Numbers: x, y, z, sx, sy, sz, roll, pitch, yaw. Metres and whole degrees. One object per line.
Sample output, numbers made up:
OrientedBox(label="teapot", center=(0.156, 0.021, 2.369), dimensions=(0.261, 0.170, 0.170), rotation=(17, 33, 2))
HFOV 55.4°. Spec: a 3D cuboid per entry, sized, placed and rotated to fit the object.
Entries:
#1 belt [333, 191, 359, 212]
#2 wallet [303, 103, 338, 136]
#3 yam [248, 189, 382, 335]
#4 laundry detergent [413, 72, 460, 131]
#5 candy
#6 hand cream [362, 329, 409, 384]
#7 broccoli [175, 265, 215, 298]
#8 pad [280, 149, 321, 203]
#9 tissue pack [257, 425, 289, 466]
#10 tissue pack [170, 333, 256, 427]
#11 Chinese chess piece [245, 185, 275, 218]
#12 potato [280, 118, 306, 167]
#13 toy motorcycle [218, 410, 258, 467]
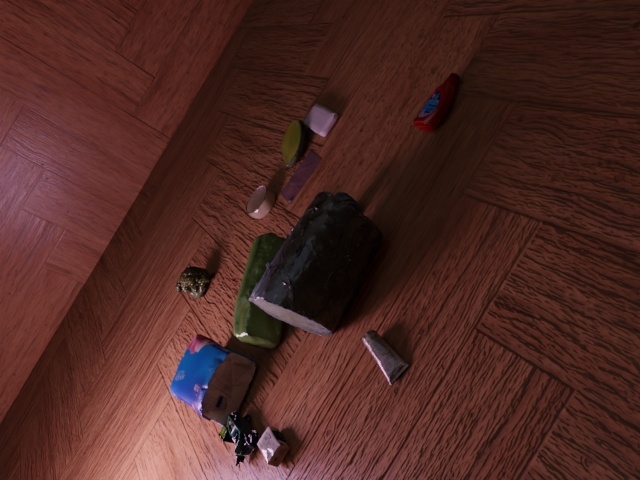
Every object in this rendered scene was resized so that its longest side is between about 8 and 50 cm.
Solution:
OrientedBox(label="belt", center=(0.000, 0.000, 1.717), dimensions=(0.302, 0.087, 0.072), rotation=(-55, 38, 7))
OrientedBox(label="wallet", center=(-0.001, -0.423, 2.135), dimensions=(0.095, 0.033, 0.190), rotation=(-55, 32, 5))
OrientedBox(label="yam", center=(-0.004, 0.066, 1.553), dimensions=(0.348, 0.241, 0.241), rotation=(-60, 31, -5))
OrientedBox(label="laundry detergent", center=(0.315, -0.370, 1.623), dimensions=(0.165, 0.049, 0.097), rotation=(-58, 27, -3))
OrientedBox(label="candy", center=(-0.158, 0.141, 1.780), dimensions=(0.132, 0.142, 0.343), rotation=(-13, 54, 35))
OrientedBox(label="hand cream", center=(0.143, 0.253, 1.357), dimensions=(0.061, 0.039, 0.143), rotation=(-47, 41, 7))
OrientedBox(label="broccoli", center=(-0.464, 0.154, 2.242), dimensions=(0.130, 0.131, 0.120), rotation=(-20, 86, 31))
OrientedBox(label="pad", center=(-0.070, -0.219, 2.086), dimensions=(0.188, 0.006, 0.113), rotation=(-54, 31, 8))
OrientedBox(label="tissue pack", center=(-0.116, 0.506, 1.499), dimensions=(0.062, 0.042, 0.083), rotation=(-60, 31, 2))
OrientedBox(label="tissue pack", center=(-0.327, 0.407, 1.795), dimensions=(0.269, 0.137, 0.209), rotation=(7, 72, 56))
OrientedBox(label="Chinese chess piece", center=(-0.212, -0.136, 2.178), dimensions=(0.122, 0.051, 0.122), rotation=(-34, 38, 32))
OrientedBox(label="potato", center=(-0.089, -0.340, 2.173), dimensions=(0.119, 0.054, 0.198), rotation=(-35, 43, 34))
OrientedBox(label="toy motorcycle", center=(-0.211, 0.520, 1.614), dimensions=(0.173, 0.058, 0.100), rotation=(24, 92, 60))
